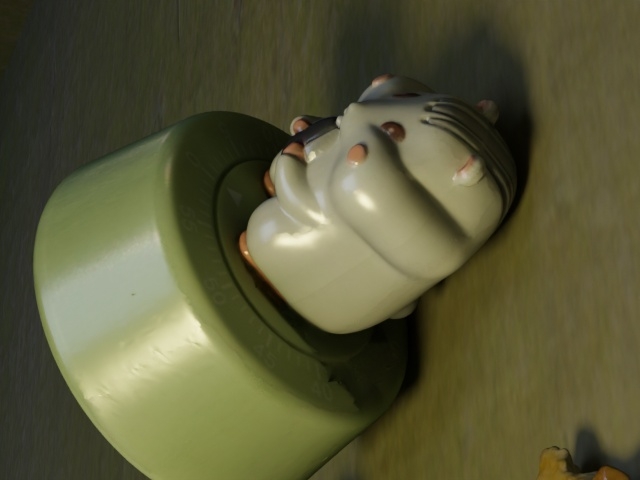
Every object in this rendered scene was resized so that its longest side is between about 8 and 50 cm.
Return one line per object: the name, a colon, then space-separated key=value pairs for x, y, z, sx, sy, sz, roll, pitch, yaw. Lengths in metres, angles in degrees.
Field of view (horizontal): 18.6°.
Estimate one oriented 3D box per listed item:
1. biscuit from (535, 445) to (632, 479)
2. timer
biscuit: x=0.130 y=0.215 z=1.174 sx=0.228 sy=0.031 sz=0.176 roll=152 pitch=127 yaw=-68
timer: x=0.000 y=0.000 z=1.384 sx=0.315 sy=0.291 sz=0.290 roll=-34 pitch=44 yaw=32
